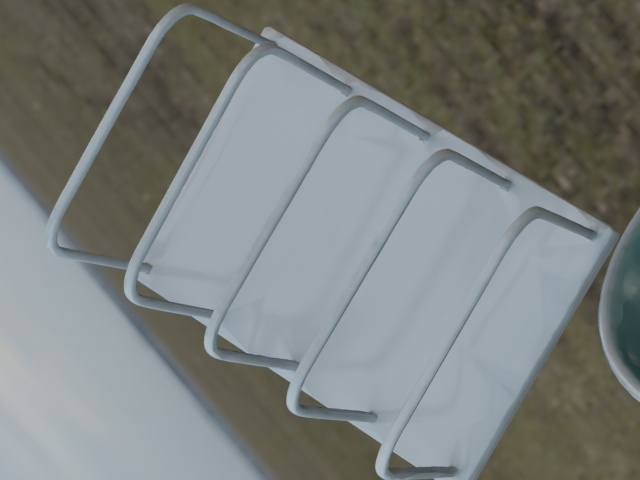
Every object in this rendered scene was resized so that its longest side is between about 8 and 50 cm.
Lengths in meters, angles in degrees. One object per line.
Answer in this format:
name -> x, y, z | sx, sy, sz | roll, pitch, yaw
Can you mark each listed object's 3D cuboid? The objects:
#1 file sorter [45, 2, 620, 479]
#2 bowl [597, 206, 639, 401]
file sorter -> 0.000, 0.000, 1.204 | 0.277, 0.193, 0.173 | 32, -174, 23
bowl -> 0.306, 0.030, 0.931 | 0.163, 0.311, 0.311 | 52, 174, -24
